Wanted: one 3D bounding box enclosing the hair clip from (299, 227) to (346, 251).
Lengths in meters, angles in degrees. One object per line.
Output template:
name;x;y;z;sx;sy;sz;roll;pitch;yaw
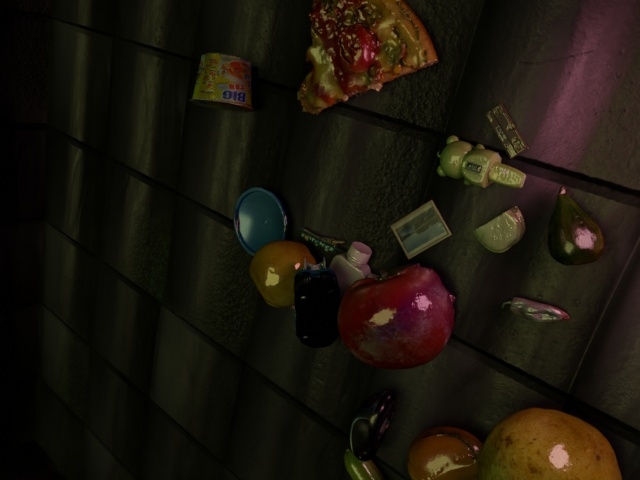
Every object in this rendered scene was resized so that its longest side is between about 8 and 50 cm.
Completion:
hair clip;-0.001;0.000;1.573;0.173;0.049;0.049;22;111;31

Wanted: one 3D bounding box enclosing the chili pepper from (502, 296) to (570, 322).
chili pepper;0.511;0.168;1.220;0.153;0.041;0.050;17;151;34

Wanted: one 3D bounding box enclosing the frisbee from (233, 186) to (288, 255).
frisbee;-0.195;-0.059;1.708;0.242;0.045;0.241;7;102;36

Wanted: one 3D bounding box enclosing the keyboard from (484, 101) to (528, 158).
keyboard;0.439;-0.260;1.209;0.049;0.015;0.129;-35;77;41

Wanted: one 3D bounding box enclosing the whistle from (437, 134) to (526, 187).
whistle;0.380;-0.179;1.224;0.228;0.085;0.105;26;114;32

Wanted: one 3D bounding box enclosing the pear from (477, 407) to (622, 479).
pear;0.503;0.531;1.141;0.304;0.304;0.303;8;104;36

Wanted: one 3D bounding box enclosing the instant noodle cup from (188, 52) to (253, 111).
instant noodle cup;-0.305;-0.500;1.627;0.205;0.205;0.152;12;95;35

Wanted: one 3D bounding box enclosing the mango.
mango;0.341;0.588;1.371;0.236;0.136;0.166;-19;84;33

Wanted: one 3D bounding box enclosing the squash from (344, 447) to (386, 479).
squash;0.142;0.726;1.581;0.095;0.095;0.188;-47;66;34

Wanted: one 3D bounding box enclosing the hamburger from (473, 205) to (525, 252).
hamburger;0.438;-0.018;1.234;0.121;0.054;0.084;-34;82;39

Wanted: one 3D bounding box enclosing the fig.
fig;0.547;-0.030;1.120;0.117;0.117;0.177;-27;66;37

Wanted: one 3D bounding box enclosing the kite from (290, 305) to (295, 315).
kite;0.003;0.245;1.610;0.245;0.015;0.141;0;122;41

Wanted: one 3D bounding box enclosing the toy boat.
toy boat;-0.009;0.188;1.510;0.134;0.092;0.298;-1;127;-1

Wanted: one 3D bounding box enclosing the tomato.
tomato;0.197;0.233;1.354;0.335;0.176;0.289;-18;102;28

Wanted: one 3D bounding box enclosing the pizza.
pizza;0.064;-0.494;1.378;0.440;0.130;0.406;49;121;20

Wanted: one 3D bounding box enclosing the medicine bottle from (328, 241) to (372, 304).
medicine bottle;0.084;0.095;1.511;0.119;0.069;0.183;37;120;22

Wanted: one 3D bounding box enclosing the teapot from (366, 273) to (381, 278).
teapot;0.166;0.137;1.463;0.064;0.064;0.083;3;96;29

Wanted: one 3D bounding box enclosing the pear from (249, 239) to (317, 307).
pear;-0.109;0.096;1.579;0.209;0.209;0.208;8;104;36

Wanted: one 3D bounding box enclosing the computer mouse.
computer mouse;0.145;0.540;1.507;0.096;0.137;0.233;26;115;27

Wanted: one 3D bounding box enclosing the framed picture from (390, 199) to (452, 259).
framed picture;0.271;-0.028;1.383;0.149;0.011;0.109;-35;77;36
